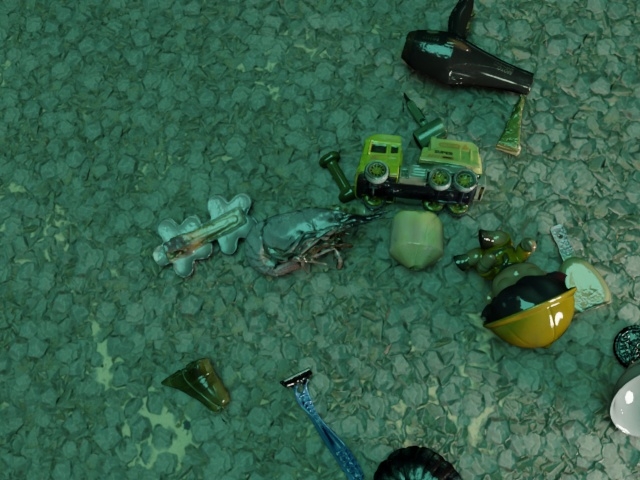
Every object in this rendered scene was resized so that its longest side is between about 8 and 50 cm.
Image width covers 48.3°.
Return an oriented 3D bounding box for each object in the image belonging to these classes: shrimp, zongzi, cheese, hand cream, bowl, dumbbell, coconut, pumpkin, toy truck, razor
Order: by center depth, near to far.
[{"bbox_3d":[0.186,0.492,1.358,0.194,0.150,0.194,0,90,-8],"label":"pumpkin"},{"bbox_3d":[0.635,0.280,1.359,0.188,0.189,0.086,-9,34,6],"label":"bowl"},{"bbox_3d":[0.010,0.384,1.463,0.081,0.042,0.253,-21,69,-41],"label":"razor"},{"bbox_3d":[0.525,0.056,1.477,0.096,0.037,0.192,-18,74,2],"label":"cheese"},{"bbox_3d":[0.202,0.005,1.499,0.116,0.116,0.122,4,70,9],"label":"coconut"},{"bbox_3d":[-0.259,0.339,1.520,0.130,0.062,0.154,-32,88,20],"label":"zongzi"},{"bbox_3d":[-0.003,-0.005,1.522,0.342,0.116,0.145,-15,84,15],"label":"shrimp"},{"bbox_3d":[0.214,-0.153,1.530,0.272,0.124,0.157,6,60,4],"label":"toy truck"},{"bbox_3d":[0.037,-0.056,1.586,0.165,0.037,0.057,-6,74,13],"label":"hand cream"},{"bbox_3d":[0.042,-0.142,1.598,0.052,0.046,0.118,-29,73,5],"label":"dumbbell"}]

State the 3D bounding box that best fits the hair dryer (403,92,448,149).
[{"bbox_3d":[0.222,-0.280,1.613,0.071,0.047,0.150,-29,67,1],"label":"hair dryer"}]

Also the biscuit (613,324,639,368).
[{"bbox_3d":[0.629,0.213,1.425,0.087,0.027,0.089,6,75,11],"label":"biscuit"}]

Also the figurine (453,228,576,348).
[{"bbox_3d":[0.395,0.096,1.425,0.192,0.167,0.257,-31,50,12],"label":"figurine"}]

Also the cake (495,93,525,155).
[{"bbox_3d":[0.420,-0.257,1.571,0.055,0.051,0.140,8,74,12],"label":"cake"}]

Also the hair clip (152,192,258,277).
[{"bbox_3d":[-0.261,-0.017,1.599,0.256,0.075,0.146,-25,75,-6],"label":"hair clip"}]

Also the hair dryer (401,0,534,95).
[{"bbox_3d":[0.360,-0.501,1.636,0.303,0.120,0.360,14,68,3],"label":"hair dryer"}]
